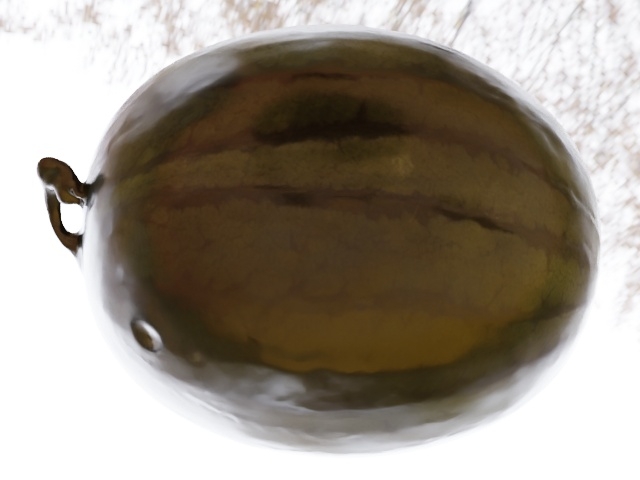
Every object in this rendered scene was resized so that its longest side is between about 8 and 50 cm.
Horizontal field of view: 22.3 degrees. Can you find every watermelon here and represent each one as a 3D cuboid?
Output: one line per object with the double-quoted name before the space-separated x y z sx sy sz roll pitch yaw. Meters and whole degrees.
"watermelon" 0.000 0.000 1.045 0.359 0.279 0.278 1 -107 -4
